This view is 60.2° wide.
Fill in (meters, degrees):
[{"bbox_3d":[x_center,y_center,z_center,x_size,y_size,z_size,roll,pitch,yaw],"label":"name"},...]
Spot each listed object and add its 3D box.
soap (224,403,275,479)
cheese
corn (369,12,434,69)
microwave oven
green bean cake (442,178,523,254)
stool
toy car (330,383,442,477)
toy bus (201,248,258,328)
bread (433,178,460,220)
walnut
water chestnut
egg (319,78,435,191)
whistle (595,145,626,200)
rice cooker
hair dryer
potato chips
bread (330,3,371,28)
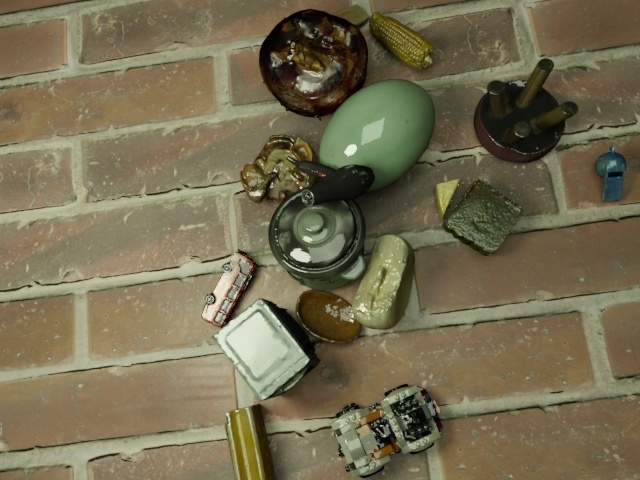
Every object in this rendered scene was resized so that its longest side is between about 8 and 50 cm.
[{"bbox_3d":[-0.184,0.590,1.490,0.089,0.173,0.274,-14,76,0],"label":"soap"},{"bbox_3d":[0.182,0.119,1.542,0.127,0.233,0.266,13,76,18],"label":"cheese"},{"bbox_3d":[0.261,-0.643,1.775,0.262,0.097,0.097,43,84,15],"label":"corn"},{"bbox_3d":[-0.127,0.290,1.491,0.181,0.295,0.237,-39,77,-3],"label":"microwave oven"},{"bbox_3d":[0.471,-0.061,1.620,0.173,0.094,0.181,35,82,11],"label":"green bean cake"},{"bbox_3d":[0.604,-0.384,1.638,0.272,0.178,0.272,-1,76,4],"label":"stool"},{"bbox_3d":[0.183,0.509,1.507,0.301,0.118,0.193,-23,74,-1],"label":"toy car"},{"bbox_3d":[-0.274,0.144,1.658,0.096,0.073,0.235,29,82,2],"label":"toy bus"},{"bbox_3d":[0.387,-0.122,1.646,0.080,0.084,0.109,-10,76,5],"label":"bread"},{"bbox_3d":[-0.121,-0.210,1.689,0.238,0.141,0.204,-11,64,4],"label":"walnut"},{"bbox_3d":[-0.027,-0.537,1.648,0.335,0.347,0.335,-1,82,10],"label":"water chestnut"},{"bbox_3d":[0.165,-0.304,1.610,0.389,0.276,0.276,-43,77,-8],"label":"egg"},{"bbox_3d":[0.857,-0.203,1.634,0.090,0.090,0.158,-5,116,4],"label":"whistle"},{"bbox_3d":[0.000,0.000,1.542,0.264,0.316,0.316,-41,77,-7],"label":"rice cooker"},{"bbox_3d":[-0.016,-0.167,1.471,0.235,0.091,0.272,-24,35,-38],"label":"hair dryer"},{"bbox_3d":[0.022,0.227,1.607,0.202,0.049,0.150,15,62,-2],"label":"potato chips"},{"bbox_3d":[0.092,-0.727,1.803,0.152,0.105,0.077,-45,84,-5],"label":"bread"}]
